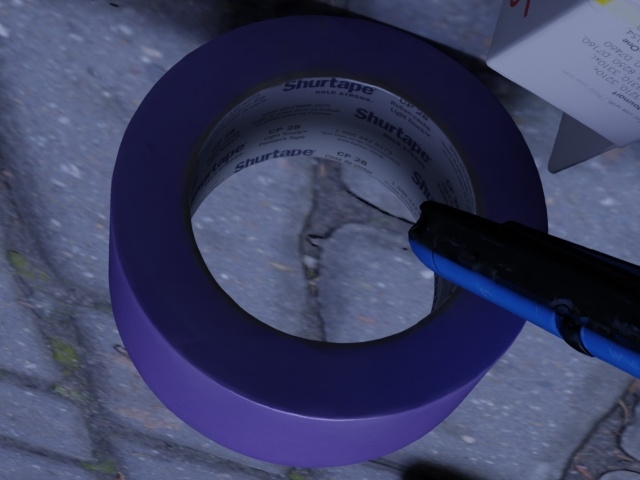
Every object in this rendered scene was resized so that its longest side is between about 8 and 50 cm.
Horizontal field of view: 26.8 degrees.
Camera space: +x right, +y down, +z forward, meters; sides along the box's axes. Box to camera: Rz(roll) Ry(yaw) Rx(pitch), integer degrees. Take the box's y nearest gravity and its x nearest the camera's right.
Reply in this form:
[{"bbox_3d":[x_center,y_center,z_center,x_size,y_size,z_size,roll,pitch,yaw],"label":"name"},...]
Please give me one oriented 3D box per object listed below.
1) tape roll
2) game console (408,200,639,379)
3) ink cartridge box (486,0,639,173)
[{"bbox_3d":[0.000,0.000,0.600,0.189,0.189,0.080,19,154,-1],"label":"tape roll"},{"bbox_3d":[0.227,-0.005,0.496,0.293,0.173,0.250,16,-172,-45],"label":"game console"},{"bbox_3d":[0.115,-0.100,0.418,0.061,0.104,0.181,28,153,-19],"label":"ink cartridge box"}]
